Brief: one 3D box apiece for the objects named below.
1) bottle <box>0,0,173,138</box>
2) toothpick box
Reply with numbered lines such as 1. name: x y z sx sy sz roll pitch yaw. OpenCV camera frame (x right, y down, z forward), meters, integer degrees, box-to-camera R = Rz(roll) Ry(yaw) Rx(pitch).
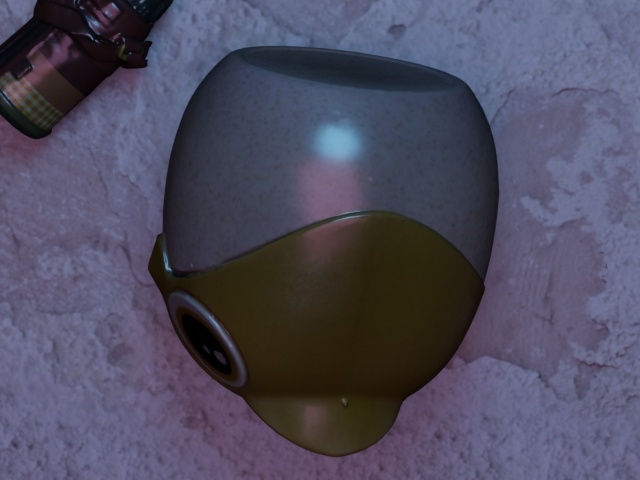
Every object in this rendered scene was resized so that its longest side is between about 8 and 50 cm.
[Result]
1. bottle: -0.300 -0.254 1.828 0.271 0.143 0.156 -40 97 6
2. toothpick box: 0.000 0.000 1.734 0.409 0.409 0.425 7 106 0
